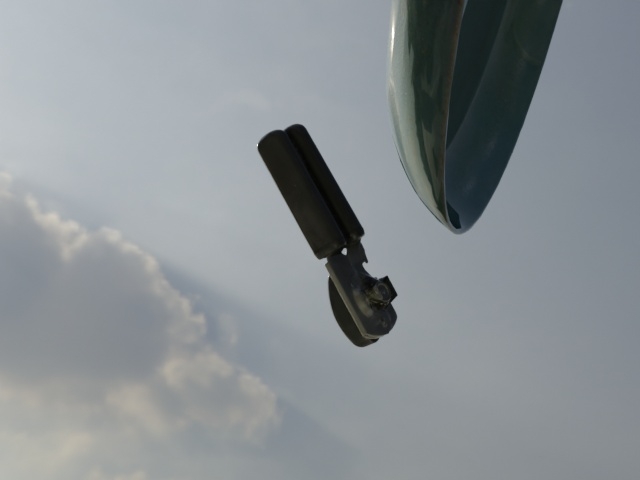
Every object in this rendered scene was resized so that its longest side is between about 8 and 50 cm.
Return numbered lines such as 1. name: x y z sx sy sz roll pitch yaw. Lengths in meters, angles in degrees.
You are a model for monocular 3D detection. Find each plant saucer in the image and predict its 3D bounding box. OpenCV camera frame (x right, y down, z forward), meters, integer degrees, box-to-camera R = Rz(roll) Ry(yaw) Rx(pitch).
1. plant saucer: 0.096 -0.161 0.552 0.044 0.317 0.317 17 -31 17

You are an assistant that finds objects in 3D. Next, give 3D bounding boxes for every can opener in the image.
1. can opener: 0.000 0.000 1.288 0.095 0.076 0.283 -32 -95 41
